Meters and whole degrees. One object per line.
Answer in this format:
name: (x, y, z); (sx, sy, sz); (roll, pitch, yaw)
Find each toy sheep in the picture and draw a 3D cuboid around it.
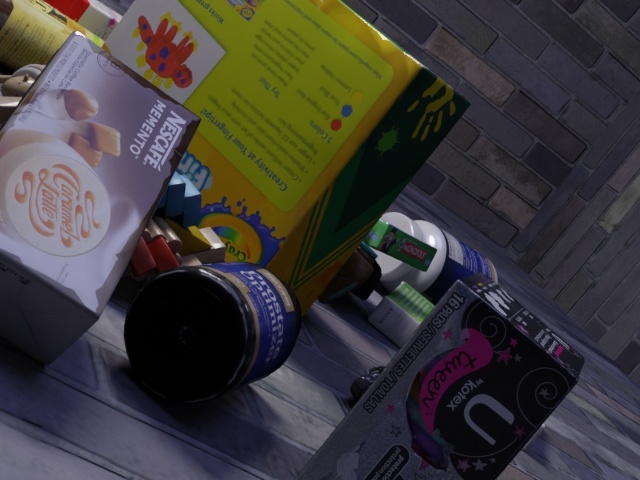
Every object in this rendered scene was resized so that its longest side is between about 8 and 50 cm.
toy sheep: (-0.353, -0.179, 1.447); (0.091, 0.091, 0.132); (42, 14, 18)

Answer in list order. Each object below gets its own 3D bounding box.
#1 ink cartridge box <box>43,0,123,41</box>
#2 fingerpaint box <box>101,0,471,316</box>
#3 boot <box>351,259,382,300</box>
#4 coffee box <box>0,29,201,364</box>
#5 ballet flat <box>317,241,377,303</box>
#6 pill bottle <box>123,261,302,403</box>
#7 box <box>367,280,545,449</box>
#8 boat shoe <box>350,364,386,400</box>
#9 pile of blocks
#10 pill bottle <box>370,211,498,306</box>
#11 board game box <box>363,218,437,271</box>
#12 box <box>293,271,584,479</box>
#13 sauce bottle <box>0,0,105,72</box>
ink cartridge box: (-0.373, -0.308, 1.794); (0.231, 0.134, 0.078); (30, 14, -41)
fingerpaint box: (-0.088, -0.176, 1.535); (0.445, 0.371, 0.163); (43, 11, 31)
boot: (0.000, 0.000, 1.909); (0.161, 0.083, 0.246); (28, 12, -23)
coffee box: (-0.215, -0.041, 0.955); (0.141, 0.098, 0.246); (37, 44, -16)
ballet flat: (-0.061, -0.023, 1.639); (0.342, 0.124, 0.116); (42, 0, 36)
pill bottle: (-0.091, 0.081, 1.100); (0.123, 0.122, 0.219); (40, 10, 10)
box: (0.231, 0.198, 1.897); (0.322, 0.058, 0.232); (41, 10, 7)
boat shoe: (0.088, 0.176, 1.447); (0.065, 0.075, 0.206); (43, 15, 8)
pile of blocks: (-0.195, -0.029, 1.151); (0.362, 0.149, 0.112); (28, 15, -48)
pill bottle: (0.200, 0.052, 2.147); (0.265, 0.153, 0.153); (29, 14, -42)
board game box: (0.012, -0.053, 1.826); (0.317, 0.046, 0.213); (29, 2, 27)
box: (0.117, 0.169, 1.079); (0.142, 0.247, 0.163); (39, 11, 11)
sauce bottle: (-0.442, -0.307, 1.620); (0.344, 0.111, 0.111); (32, 12, -34)
